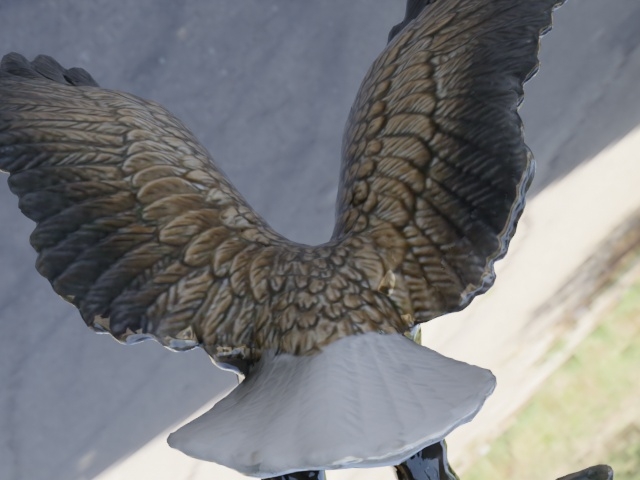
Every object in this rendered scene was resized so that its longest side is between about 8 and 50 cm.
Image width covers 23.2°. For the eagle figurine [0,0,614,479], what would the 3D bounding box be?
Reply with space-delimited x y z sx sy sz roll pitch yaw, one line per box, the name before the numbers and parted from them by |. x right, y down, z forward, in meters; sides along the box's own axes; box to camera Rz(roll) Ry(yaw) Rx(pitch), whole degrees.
eagle figurine | -0.005 0.004 0.609 0.226 0.298 0.225 5 154 -42
